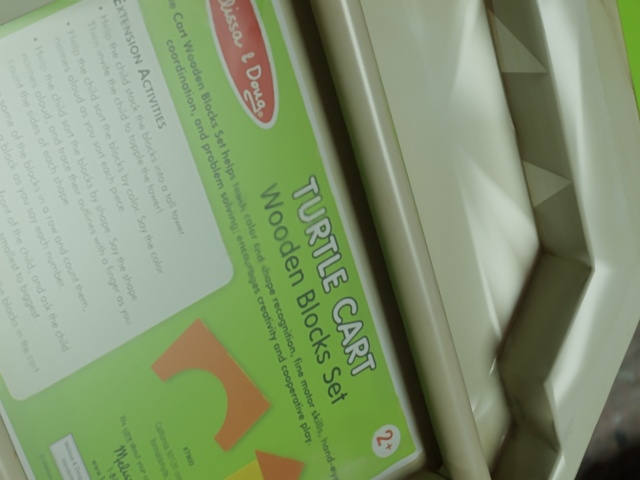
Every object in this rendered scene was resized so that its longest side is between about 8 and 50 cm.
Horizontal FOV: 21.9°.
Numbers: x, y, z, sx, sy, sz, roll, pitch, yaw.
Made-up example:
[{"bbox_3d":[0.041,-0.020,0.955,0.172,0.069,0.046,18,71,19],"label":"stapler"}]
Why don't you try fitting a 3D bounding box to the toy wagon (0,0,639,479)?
[{"bbox_3d":[0.000,0.000,0.416,0.344,0.068,0.267,-29,118,-24],"label":"toy wagon"}]
